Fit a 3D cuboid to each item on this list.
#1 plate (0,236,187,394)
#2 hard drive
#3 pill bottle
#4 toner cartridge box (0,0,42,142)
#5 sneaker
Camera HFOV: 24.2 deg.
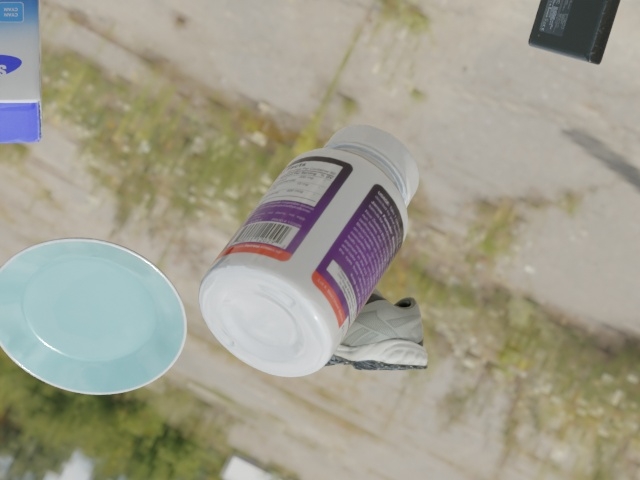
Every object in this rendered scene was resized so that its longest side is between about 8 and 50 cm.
[{"bbox_3d":[-0.217,0.068,1.400,0.188,0.188,0.024,29,-147,-16],"label":"plate"},{"bbox_3d":[0.306,-0.269,1.804,0.022,0.094,0.135,12,-170,-27],"label":"hard drive"},{"bbox_3d":[0.000,0.000,1.107,0.108,0.193,0.108,18,136,19],"label":"pill bottle"},{"bbox_3d":[-0.429,-0.173,1.354,0.347,0.165,0.075,-2,153,-10],"label":"toner cartridge box"},{"bbox_3d":[0.030,0.113,1.947,0.271,0.108,0.100,7,171,-43],"label":"sneaker"}]
